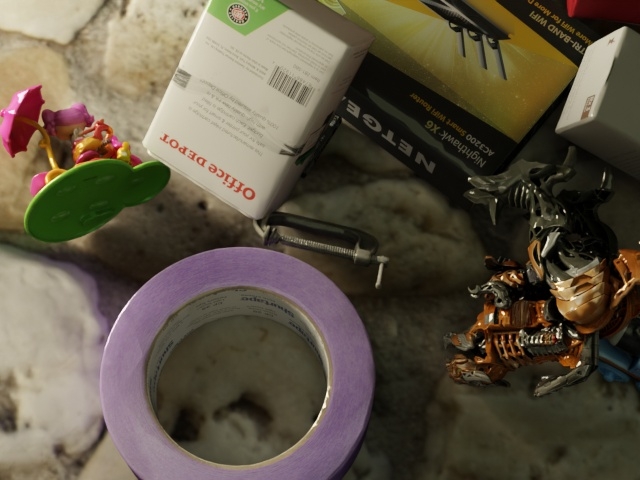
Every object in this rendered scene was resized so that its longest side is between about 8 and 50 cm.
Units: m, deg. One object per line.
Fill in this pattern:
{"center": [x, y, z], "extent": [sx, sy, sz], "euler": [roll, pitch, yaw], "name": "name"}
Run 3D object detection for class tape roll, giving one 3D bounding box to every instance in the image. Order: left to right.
{"center": [-0.082, 0.149, 1.221], "extent": [0.275, 0.090, 0.274], "euler": [1, 68, -2], "name": "tape roll"}

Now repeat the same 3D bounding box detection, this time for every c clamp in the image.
{"center": [0.000, 0.000, 1.269], "extent": [0.161, 0.137, 0.022], "euler": [14, 111, 8], "name": "c clamp"}

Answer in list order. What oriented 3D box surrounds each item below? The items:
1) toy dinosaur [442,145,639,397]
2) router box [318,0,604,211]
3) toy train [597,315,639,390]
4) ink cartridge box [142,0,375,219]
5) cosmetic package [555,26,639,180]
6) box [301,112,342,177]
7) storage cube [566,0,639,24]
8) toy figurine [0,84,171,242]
{"center": [0.261, 0.036, 1.220], "extent": [0.322, 0.164, 0.218], "euler": [-21, 59, 11], "name": "toy dinosaur"}
{"center": [0.124, -0.220, 1.352], "extent": [0.309, 0.081, 0.243], "euler": [37, 70, 9], "name": "router box"}
{"center": [0.369, 0.130, 1.246], "extent": [0.184, 0.105, 0.080], "euler": [30, 73, 7], "name": "toy train"}
{"center": [-0.068, -0.157, 1.270], "extent": [0.160, 0.092, 0.219], "euler": [33, 114, 8], "name": "ink cartridge box"}
{"center": [0.383, -0.122, 1.299], "extent": [0.231, 0.085, 0.117], "euler": [28, 74, -14], "name": "cosmetic package"}
{"center": [-0.025, -0.122, 1.355], "extent": [0.067, 0.018, 0.083], "euler": [30, 74, 7], "name": "box"}
{"center": [0.382, -0.366, 1.328], "extent": [0.184, 0.193, 0.215], "euler": [8, 43, 0], "name": "storage cube"}
{"center": [-0.275, -0.104, 1.303], "extent": [0.173, 0.130, 0.159], "euler": [-20, 63, -31], "name": "toy figurine"}
